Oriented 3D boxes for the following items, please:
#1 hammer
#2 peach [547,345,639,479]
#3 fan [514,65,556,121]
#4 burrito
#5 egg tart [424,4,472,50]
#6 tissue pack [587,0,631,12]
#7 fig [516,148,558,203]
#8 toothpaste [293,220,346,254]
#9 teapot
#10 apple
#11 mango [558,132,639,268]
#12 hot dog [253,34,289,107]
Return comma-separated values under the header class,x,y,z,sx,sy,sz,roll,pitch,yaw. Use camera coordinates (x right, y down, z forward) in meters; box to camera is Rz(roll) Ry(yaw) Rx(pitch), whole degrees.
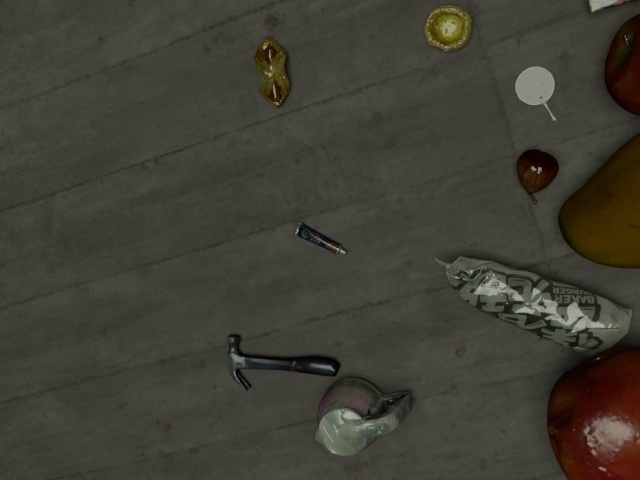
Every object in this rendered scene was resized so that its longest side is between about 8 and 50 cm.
class,x,y,z,sx,sy,sz,roll,pitch,yaw
hammer,-0.095,0.314,1.975,0.289,0.037,0.137,3,101,14
peach,0.645,0.400,1.666,0.372,0.290,0.373,0,107,0
fan,0.479,-0.315,1.724,0.085,0.005,0.133,-30,92,17
burrito,0.458,0.135,1.768,0.445,0.101,0.139,19,112,8
egg tart,0.279,-0.464,1.729,0.105,0.039,0.105,3,101,14
tissue pack,0.613,-0.538,1.618,0.148,0.060,0.109,-13,98,15
fig,0.465,-0.134,1.731,0.088,0.089,0.125,16,125,11
toothpaste,0.000,0.000,1.900,0.140,0.021,0.037,27,101,11
teapot,0.094,0.435,1.876,0.221,0.178,0.163,11,104,11
apple,0.686,-0.343,1.563,0.229,0.230,0.230,3,101,14
mango,0.673,-0.080,1.615,0.378,0.221,0.264,-32,97,28
hot dog,-0.112,-0.391,1.831,0.078,0.061,0.169,-8,99,14
